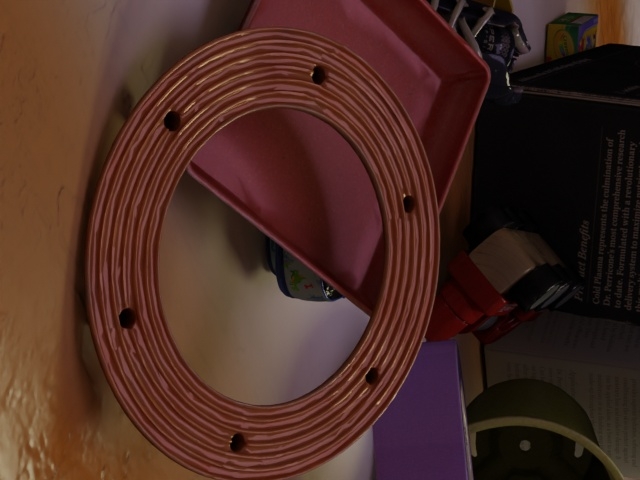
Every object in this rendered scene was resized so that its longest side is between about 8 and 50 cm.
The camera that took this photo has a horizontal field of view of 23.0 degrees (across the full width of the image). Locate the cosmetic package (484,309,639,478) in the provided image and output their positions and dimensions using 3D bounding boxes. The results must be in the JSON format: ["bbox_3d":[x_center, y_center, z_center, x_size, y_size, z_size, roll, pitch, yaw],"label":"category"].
[{"bbox_3d":[0.467,0.201,2.164,0.161,0.453,0.230,-64,154,-44],"label":"cosmetic package"}]

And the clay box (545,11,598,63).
[{"bbox_3d":[0.368,-0.219,2.330,0.127,0.053,0.222,-36,129,-62],"label":"clay box"}]

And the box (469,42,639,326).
[{"bbox_3d":[0.506,-0.076,2.066,0.480,0.472,0.297,-23,120,-57],"label":"box"}]

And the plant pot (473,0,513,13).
[{"bbox_3d":[0.154,-0.237,1.693,0.081,0.083,0.081,54,47,-61],"label":"plant pot"}]

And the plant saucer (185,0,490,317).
[{"bbox_3d":[0.011,-0.099,1.256,0.258,0.048,0.259,39,63,-37],"label":"plant saucer"}]

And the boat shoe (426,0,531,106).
[{"bbox_3d":[0.091,-0.199,1.423,0.340,0.158,0.127,15,83,-70],"label":"boat shoe"}]

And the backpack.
[{"bbox_3d":[0.000,0.000,1.352,0.114,0.084,0.105,-30,122,-59],"label":"backpack"}]

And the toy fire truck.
[{"bbox_3d":[0.183,0.099,1.854,0.246,0.158,0.217,-41,166,14],"label":"toy fire truck"}]

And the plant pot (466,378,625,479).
[{"bbox_3d":[0.246,0.295,1.930,0.254,0.276,0.276,-60,153,-70],"label":"plant pot"}]

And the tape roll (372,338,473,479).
[{"bbox_3d":[0.111,0.241,1.617,0.275,0.090,0.274,-7,90,-84],"label":"tape roll"}]

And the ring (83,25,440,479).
[{"bbox_3d":[-0.037,0.012,1.159,0.337,0.032,0.336,-4,96,-41],"label":"ring"}]
